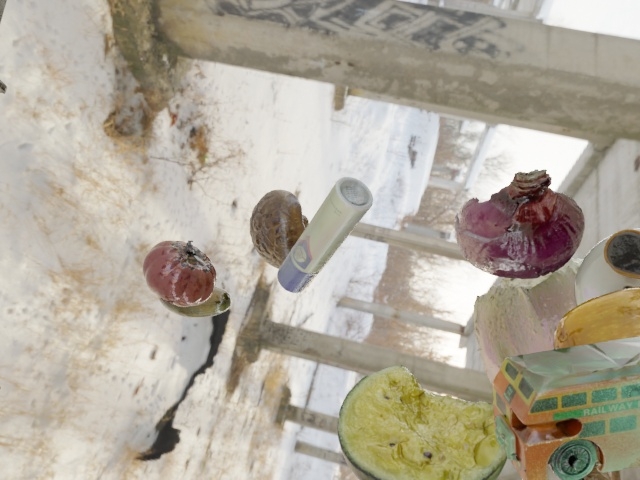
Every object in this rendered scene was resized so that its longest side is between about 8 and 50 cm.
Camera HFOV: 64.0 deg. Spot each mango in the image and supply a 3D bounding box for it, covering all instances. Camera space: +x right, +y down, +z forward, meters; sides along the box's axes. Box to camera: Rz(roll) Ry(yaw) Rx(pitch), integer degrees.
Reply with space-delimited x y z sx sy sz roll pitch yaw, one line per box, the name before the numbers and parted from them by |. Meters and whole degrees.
mango | 0.497 0.156 0.681 0.144 0.359 0.187 -11 108 -81
mango | -0.386 0.173 1.535 0.133 0.267 0.111 -10 109 -66

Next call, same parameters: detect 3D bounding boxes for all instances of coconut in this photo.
coconut | 0.602 0.271 1.260 0.404 0.404 0.405 13 90 -83

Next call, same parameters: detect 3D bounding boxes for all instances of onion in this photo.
onion | 0.410 -0.010 1.054 0.348 0.267 0.159 39 51 -67

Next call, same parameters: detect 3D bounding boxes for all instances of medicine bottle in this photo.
medicine bottle | 0.000 0.000 0.766 0.231 0.059 0.059 -54 -168 46

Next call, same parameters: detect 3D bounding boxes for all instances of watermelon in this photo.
watermelon | 0.204 0.419 1.028 0.331 0.330 0.190 -66 148 -57

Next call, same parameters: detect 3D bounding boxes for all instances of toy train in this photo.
toy train | 0.244 0.143 0.443 0.072 0.188 0.099 -108 -171 -79

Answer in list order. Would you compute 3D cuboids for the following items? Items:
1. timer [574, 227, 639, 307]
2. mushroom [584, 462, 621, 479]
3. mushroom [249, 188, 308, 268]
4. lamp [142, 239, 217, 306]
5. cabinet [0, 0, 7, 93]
timer | 0.588 0.095 0.917 0.233 0.240 0.234 -13 -106 51
mushroom | 0.644 0.632 1.217 0.278 0.146 0.278 -35 133 -49
mushroom | -0.127 -0.031 1.579 0.253 0.153 0.253 24 -61 53
lamp | -0.328 0.071 1.218 0.140 0.182 0.182 -49 -179 17
cabinet | -0.478 -0.281 0.582 0.148 0.215 0.175 88 5 -73
